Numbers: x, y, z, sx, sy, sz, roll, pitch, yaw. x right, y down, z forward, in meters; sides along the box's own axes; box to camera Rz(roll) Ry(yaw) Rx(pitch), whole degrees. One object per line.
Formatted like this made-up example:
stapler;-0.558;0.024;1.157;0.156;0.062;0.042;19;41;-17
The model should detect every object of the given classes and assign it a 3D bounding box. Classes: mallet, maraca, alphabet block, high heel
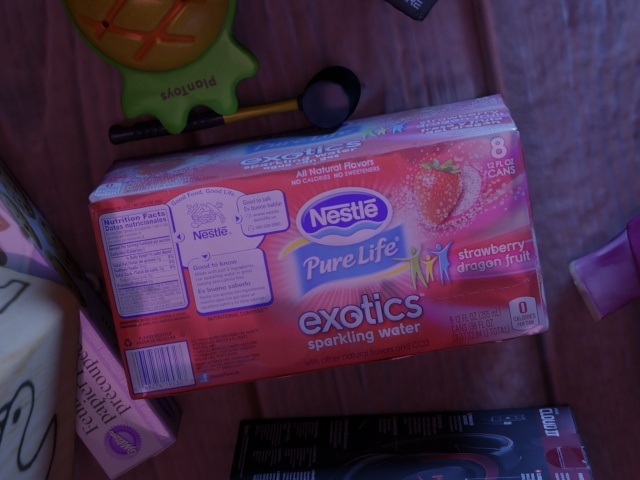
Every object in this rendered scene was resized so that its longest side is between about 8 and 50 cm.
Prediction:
mallet;-0.064;-0.090;1.270;0.189;0.062;0.039;-11;104;4
maraca;-0.115;-0.167;1.230;0.127;0.099;0.186;-18;105;14
alphabet block;-0.299;0.131;1.225;0.193;0.197;0.192;17;122;14
high heel;0.293;0.088;1.303;0.117;0.082;0.244;-30;90;19

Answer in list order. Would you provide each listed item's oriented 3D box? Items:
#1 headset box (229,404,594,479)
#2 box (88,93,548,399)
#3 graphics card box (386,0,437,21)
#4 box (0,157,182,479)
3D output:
headset box;0.081;0.211;1.269;0.293;0.218;0.110;-3;106;2
box;0.000;0.000;1.251;0.299;0.142;0.154;-10;105;4
graphics card box;0.075;-0.359;1.148;0.232;0.094;0.371;29;102;-24
box;-0.219;0.028;1.304;0.063;0.067;0.324;-32;101;9
